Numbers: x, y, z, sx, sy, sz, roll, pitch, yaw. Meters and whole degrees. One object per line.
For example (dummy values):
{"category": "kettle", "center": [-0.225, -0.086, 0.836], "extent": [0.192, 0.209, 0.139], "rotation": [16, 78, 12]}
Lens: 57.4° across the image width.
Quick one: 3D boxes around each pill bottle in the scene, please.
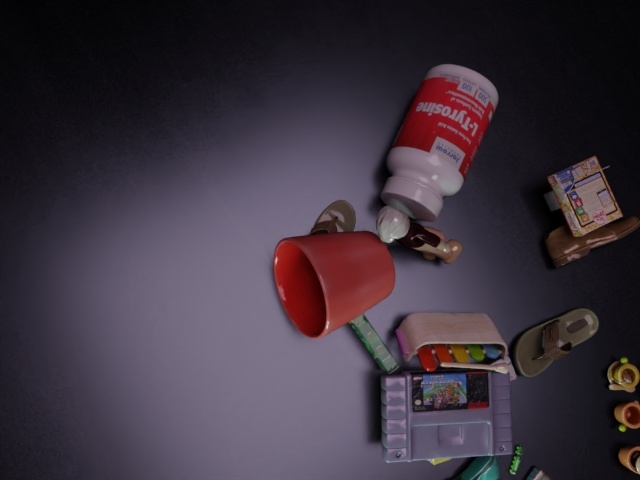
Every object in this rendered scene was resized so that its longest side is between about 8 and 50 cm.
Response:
{"category": "pill bottle", "center": [0.329, -0.271, 1.667], "extent": [0.229, 0.229, 0.407], "rotation": [26, 79, -3]}

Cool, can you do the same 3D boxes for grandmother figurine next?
{"category": "grandmother figurine", "center": [0.249, -0.016, 1.574], "extent": [0.208, 0.342, 0.103], "rotation": [2, 78, 34]}

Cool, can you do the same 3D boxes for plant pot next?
{"category": "plant pot", "center": [0.044, 0.096, 1.540], "extent": [0.243, 0.275, 0.274], "rotation": [-15, 84, -29]}

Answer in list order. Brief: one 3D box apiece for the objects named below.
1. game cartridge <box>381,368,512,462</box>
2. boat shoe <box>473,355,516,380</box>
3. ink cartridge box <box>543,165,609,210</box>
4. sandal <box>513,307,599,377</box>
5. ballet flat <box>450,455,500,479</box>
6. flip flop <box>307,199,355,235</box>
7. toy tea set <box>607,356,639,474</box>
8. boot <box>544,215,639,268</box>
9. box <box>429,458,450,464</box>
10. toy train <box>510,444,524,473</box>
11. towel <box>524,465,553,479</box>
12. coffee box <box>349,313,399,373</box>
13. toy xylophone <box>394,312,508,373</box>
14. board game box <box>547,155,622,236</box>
{"category": "game cartridge", "center": [0.337, 0.460, 1.557], "extent": [0.355, 0.068, 0.230], "rotation": [0, 90, -11]}
{"category": "boat shoe", "center": [0.440, 0.413, 1.649], "extent": [0.258, 0.095, 0.084], "rotation": [-25, 81, -9]}
{"category": "ink cartridge box", "center": [0.786, -0.156, 1.770], "extent": [0.180, 0.104, 0.060], "rotation": [-23, 86, -10]}
{"category": "sandal", "center": [0.687, 0.286, 1.702], "extent": [0.303, 0.086, 0.120], "rotation": [-31, 86, -10]}
{"category": "ballet flat", "center": [0.400, 0.690, 1.613], "extent": [0.247, 0.083, 0.087], "rotation": [-35, 101, -9]}
{"category": "flip flop", "center": [0.000, 0.000, 1.661], "extent": [0.112, 0.080, 0.277], "rotation": [45, 79, 1]}
{"category": "toy tea set", "center": [0.955, 0.506, 1.684], "extent": [0.200, 0.124, 0.335], "rotation": [1, 82, -7]}
{"category": "boot", "center": [0.821, -0.026, 1.761], "extent": [0.306, 0.112, 0.115], "rotation": [-22, 74, -8]}
{"category": "box", "center": [0.293, 0.491, 1.624], "extent": [0.058, 0.087, 0.232], "rotation": [-14, 83, -10]}
{"category": "toy train", "center": [0.561, 0.626, 1.668], "extent": [0.017, 0.024, 0.083], "rotation": [22, 79, -4]}
{"category": "towel", "center": [0.605, 0.866, 1.632], "extent": [0.271, 0.040, 0.370], "rotation": [39, 79, -1]}
{"category": "coffee box", "center": [0.141, 0.279, 1.624], "extent": [0.040, 0.113, 0.184], "rotation": [-34, 89, -8]}
{"category": "toy xylophone", "center": [0.372, 0.285, 1.602], "extent": [0.323, 0.236, 0.081], "rotation": [7, 124, -7]}
{"category": "board game box", "center": [0.762, -0.127, 1.687], "extent": [0.147, 0.045, 0.193], "rotation": [-23, 89, -10]}
